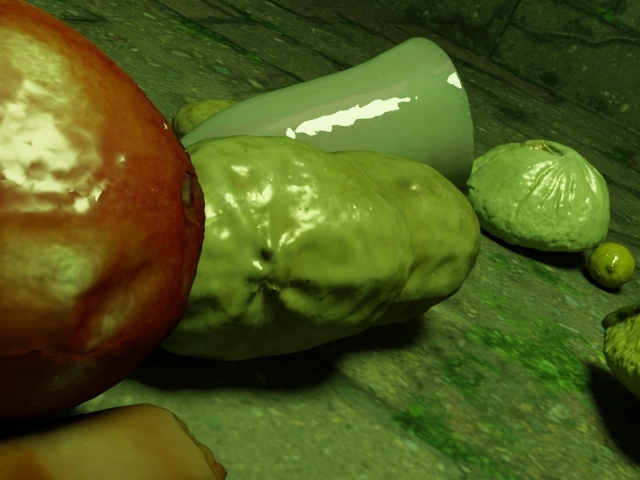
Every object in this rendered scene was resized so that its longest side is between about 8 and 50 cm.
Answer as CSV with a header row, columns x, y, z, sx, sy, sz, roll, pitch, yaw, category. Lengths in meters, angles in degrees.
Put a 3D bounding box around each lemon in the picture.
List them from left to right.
x,y,z,sx,sy,sz,roll,pitch,yaw,category
0.397,0.034,1.191,0.062,0.062,0.083,31,10,15,lemon

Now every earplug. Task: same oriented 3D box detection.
x,y,z,sx,sy,sz,roll,pitch,yaw,category
-0.017,-0.091,0.881,0.301,0.172,0.172,-17,39,-19,earplug

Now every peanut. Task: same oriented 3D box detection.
x,y,z,sx,sy,sz,roll,pitch,yaw,category
-0.080,-0.107,1.001,0.193,0.089,0.089,23,23,7,peanut
0.000,0.000,0.715,0.192,0.169,0.387,-2,3,39,peanut

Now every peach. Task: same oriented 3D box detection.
x,y,z,sx,sy,sz,roll,pitch,yaw,category
-0.199,-0.019,0.475,0.281,0.238,0.281,2,14,-1,peach

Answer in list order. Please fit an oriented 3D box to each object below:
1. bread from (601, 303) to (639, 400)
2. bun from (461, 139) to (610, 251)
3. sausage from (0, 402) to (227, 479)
x,y,z,sx,sy,sz,roll,pitch,yaw,category
0.392,0.130,0.791,0.204,0.262,0.162,39,55,-2,bread
0.304,-0.074,1.225,0.221,0.134,0.220,11,22,-4,bun
-0.159,0.140,0.391,0.089,0.083,0.300,30,20,29,sausage
